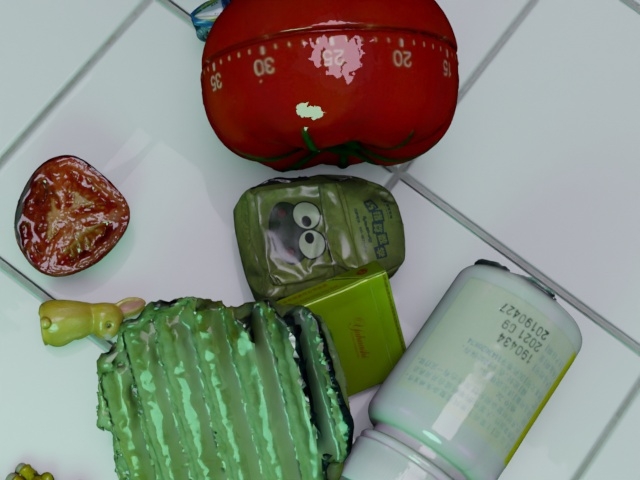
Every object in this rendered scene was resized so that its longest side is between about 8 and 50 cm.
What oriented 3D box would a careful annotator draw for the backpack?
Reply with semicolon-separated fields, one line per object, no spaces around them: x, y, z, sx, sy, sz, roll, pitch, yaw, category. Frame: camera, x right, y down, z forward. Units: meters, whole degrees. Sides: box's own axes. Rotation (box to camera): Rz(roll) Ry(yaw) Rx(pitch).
0.000;0.000;1.811;0.253;0.140;0.207;-9;76;-17;backpack

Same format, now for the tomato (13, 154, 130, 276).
-0.384;-0.026;1.805;0.166;0.082;0.174;40;70;2;tomato

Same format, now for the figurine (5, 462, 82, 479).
-0.381;0.369;1.704;0.101;0.068;0.143;-23;61;-19;figurine

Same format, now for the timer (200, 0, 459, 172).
0.013;-0.248;1.752;0.378;0.378;0.279;-4;85;-7;timer

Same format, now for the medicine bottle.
0.198;0.232;1.720;0.213;0.213;0.378;36;74;5;medicine bottle

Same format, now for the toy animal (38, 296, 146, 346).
-0.336;0.115;1.775;0.159;0.083;0.070;-6;82;-16;toy animal

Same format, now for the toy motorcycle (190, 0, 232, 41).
-0.084;-0.375;1.906;0.254;0.135;0.092;-20;77;-11;toy motorcycle

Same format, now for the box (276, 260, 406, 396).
-0.040;0.173;1.743;0.335;0.047;0.187;-22;119;-10;box

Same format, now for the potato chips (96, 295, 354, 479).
-0.128;0.273;1.645;0.359;0.070;0.429;-10;102;12;potato chips
